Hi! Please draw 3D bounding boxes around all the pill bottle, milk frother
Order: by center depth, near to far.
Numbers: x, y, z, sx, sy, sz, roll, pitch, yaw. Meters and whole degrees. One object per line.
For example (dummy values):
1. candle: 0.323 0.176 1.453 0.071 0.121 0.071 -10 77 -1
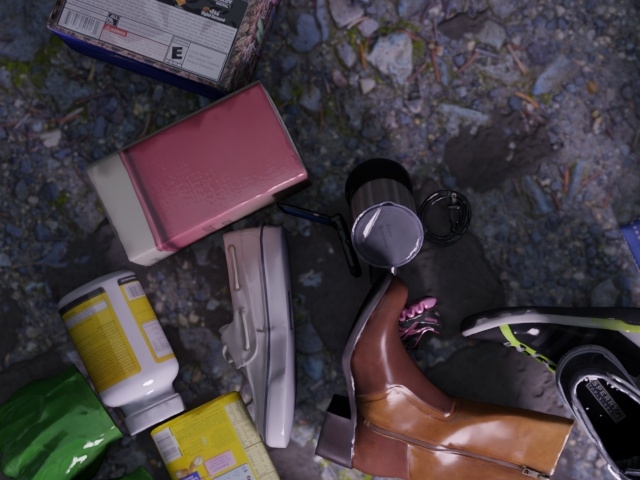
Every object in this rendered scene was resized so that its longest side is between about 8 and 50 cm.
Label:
1. milk frother: 0.108 -0.023 1.933 0.143 0.135 0.129 -15 116 5
2. pill bottle: -0.232 0.134 1.956 0.103 0.103 0.184 -26 85 1

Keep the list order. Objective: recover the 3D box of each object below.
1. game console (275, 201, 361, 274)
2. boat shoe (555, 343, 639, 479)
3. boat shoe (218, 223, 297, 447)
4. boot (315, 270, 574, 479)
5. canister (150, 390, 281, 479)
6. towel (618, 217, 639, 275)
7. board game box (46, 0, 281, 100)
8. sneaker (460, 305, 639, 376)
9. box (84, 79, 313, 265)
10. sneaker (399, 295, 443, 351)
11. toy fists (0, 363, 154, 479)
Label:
1. game console: 0.000 0.000 1.944 0.071 0.122 0.107 -18 86 3
2. boat shoe: 0.384 0.249 1.887 0.108 0.102 0.301 -37 101 9
3. boat shoe: -0.078 0.114 1.955 0.088 0.096 0.267 -4 85 7
4. boot: 0.156 0.186 1.902 0.280 0.096 0.264 16 107 5
5. canister: -0.115 0.279 1.955 0.126 0.073 0.170 -26 84 1
6. towel: 0.559 0.026 1.953 0.336 0.040 0.243 -24 84 1
7. board game box: -0.159 -0.338 1.967 0.232 0.141 0.291 20 87 4
8. sneaker: 0.283 0.126 1.938 0.235 0.084 0.097 1 87 3
9. box: -0.140 -0.076 1.944 0.232 0.148 0.127 -27 86 2
10. sneaker: 0.094 0.114 1.973 0.119 0.047 0.057 -26 96 2
11. toy fists: -0.282 0.291 1.955 0.142 0.096 0.279 -34 83 -8
